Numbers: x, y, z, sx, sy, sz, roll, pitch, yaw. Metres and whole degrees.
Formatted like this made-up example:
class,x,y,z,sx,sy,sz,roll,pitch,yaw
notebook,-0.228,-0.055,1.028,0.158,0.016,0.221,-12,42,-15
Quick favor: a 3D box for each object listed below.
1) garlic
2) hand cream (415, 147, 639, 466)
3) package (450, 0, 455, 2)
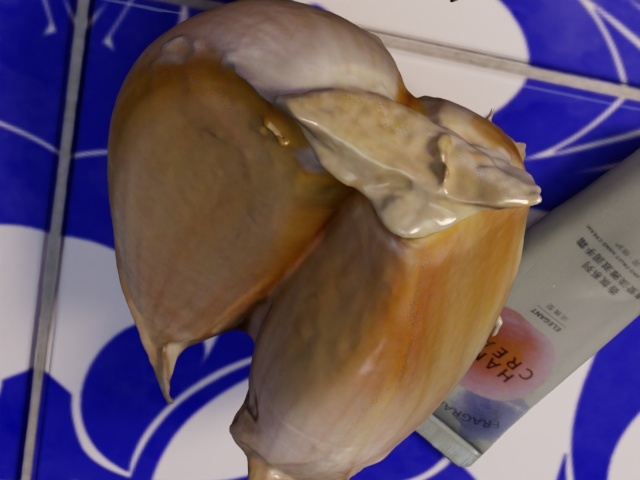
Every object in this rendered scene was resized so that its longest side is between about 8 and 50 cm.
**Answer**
class,x,y,z,sx,sy,sz,roll,pitch,yaw
garlic,0.000,0.000,1.127,0.286,0.249,0.313,10,140,-13
hand cream,0.166,0.037,1.218,0.124,0.078,0.340,38,121,-14
package,0.113,-0.211,1.076,0.047,0.071,0.131,42,114,-10
